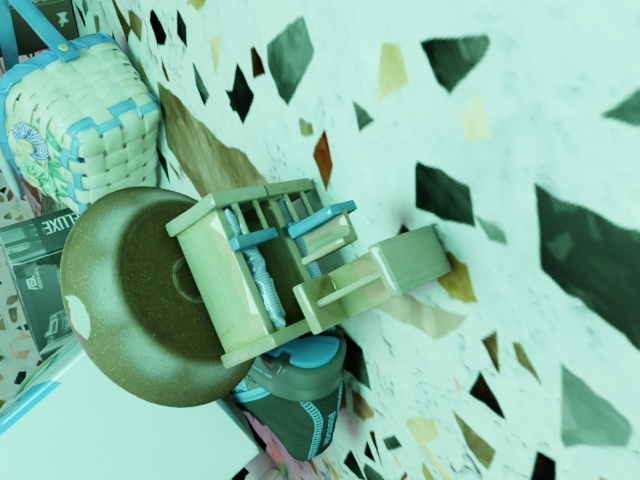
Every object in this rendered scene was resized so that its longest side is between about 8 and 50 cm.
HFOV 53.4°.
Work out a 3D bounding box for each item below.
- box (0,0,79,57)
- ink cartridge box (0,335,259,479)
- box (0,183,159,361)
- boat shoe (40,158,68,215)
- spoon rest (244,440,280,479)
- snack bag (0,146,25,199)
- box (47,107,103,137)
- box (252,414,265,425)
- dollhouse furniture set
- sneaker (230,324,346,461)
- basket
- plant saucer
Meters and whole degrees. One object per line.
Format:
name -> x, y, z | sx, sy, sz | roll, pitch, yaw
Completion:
box -> -0.598, -0.453, 1.148 | 0.381, 0.191, 0.143 | 41, 143, 40
ink cartridge box -> -0.222, 0.195, 0.732 | 0.197, 0.198, 0.270 | 50, 171, -11
box -> -0.370, 0.059, 1.051 | 0.076, 0.242, 0.307 | 54, 149, 25
boat shoe -> -0.484, -0.085, 1.277 | 0.132, 0.130, 0.355 | 37, 134, 40
spoon rest -> -0.171, 0.289, 0.992 | 0.276, 0.137, 0.084 | 38, 174, 22
snack bag -> -0.572, -0.259, 0.998 | 0.342, 0.037, 0.323 | 53, 153, 20
box -> -0.429, -0.198, 1.124 | 0.101, 0.102, 0.087 | -8, 101, 61
box -> -0.136, 0.152, 0.917 | 0.225, 0.036, 0.136 | 27, 131, 50
dollhouse furniture set -> 0.000, 0.000, 0.508 | 0.183, 0.129, 0.129 | -29, 82, 38
sneaker -> -0.100, 0.118, 0.725 | 0.341, 0.125, 0.140 | 30, 128, 50
basket -> -0.367, -0.194, 0.906 | 0.289, 0.201, 0.255 | 46, 147, 19
plant saucer -> -0.115, 0.038, 0.536 | 0.036, 0.198, 0.199 | -28, 84, 38
